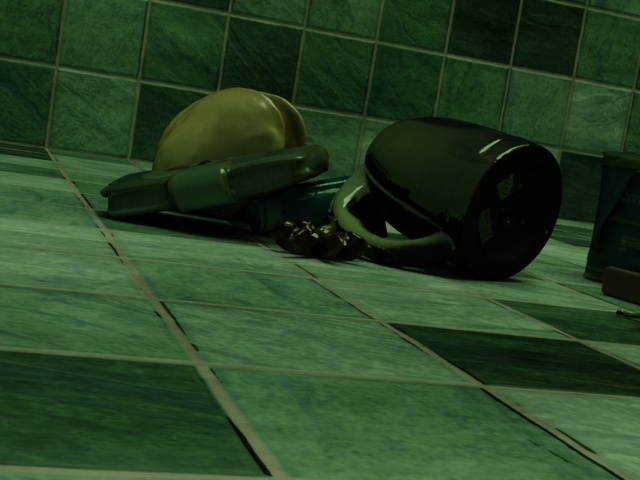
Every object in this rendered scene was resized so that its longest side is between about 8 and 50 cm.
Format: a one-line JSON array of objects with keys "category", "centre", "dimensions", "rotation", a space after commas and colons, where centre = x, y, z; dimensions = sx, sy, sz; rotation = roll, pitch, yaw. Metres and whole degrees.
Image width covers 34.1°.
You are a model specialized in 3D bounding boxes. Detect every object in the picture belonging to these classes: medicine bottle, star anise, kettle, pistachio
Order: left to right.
[{"category": "pistachio", "centre": [-0.178, -0.160, 1.976], "dimensions": [0.321, 0.238, 0.229], "rotation": [-22, -3, 27]}, {"category": "medicine bottle", "centre": [-0.002, -0.046, 1.831], "dimensions": [0.258, 0.124, 0.079], "rotation": [-8, 14, -29]}, {"category": "star anise", "centre": [0.000, 0.000, 1.595], "dimensions": [0.168, 0.057, 0.168], "rotation": [6, 16, -2]}, {"category": "kettle", "centre": [0.175, -0.072, 1.720], "dimensions": [0.321, 0.228, 0.324], "rotation": [-37, 39, -19]}]

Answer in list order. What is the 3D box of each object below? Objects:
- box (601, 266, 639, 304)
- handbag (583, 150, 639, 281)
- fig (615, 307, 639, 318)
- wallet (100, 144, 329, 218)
[{"category": "box", "centre": [0.496, 0.073, 1.662], "dimensions": [0.025, 0.048, 0.115], "rotation": [1, 8, -28]}, {"category": "handbag", "centre": [0.617, -0.027, 1.872], "dimensions": [0.222, 0.241, 0.263], "rotation": [2, 7, -45]}, {"category": "fig", "centre": [0.461, 0.077, 1.398], "dimensions": [0.093, 0.093, 0.166], "rotation": [8, 5, -7]}, {"category": "wallet", "centre": [-0.172, -0.099, 1.741], "dimensions": [0.360, 0.083, 0.252], "rotation": [-10, 10, 8]}]
